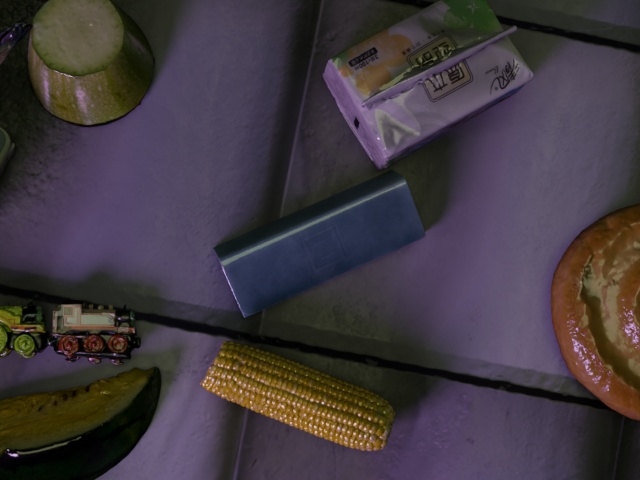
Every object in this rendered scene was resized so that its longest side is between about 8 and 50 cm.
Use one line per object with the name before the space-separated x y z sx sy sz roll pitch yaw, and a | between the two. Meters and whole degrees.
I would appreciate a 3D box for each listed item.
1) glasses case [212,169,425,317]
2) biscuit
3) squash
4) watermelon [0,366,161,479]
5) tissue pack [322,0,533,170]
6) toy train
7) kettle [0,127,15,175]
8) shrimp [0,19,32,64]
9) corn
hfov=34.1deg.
glasses case | 0.000 0.000 1.367 0.266 0.056 0.105 -24 83 -7
biscuit | 0.451 0.091 1.366 0.296 0.102 0.297 1 82 -6
squash | -0.304 -0.244 1.355 0.170 0.123 0.170 1 76 -5
watermelon | -0.342 0.244 1.303 0.301 0.123 0.129 -12 51 -5
tissue pack | 0.141 -0.223 1.364 0.229 0.145 0.159 -29 84 -8
toy train | -0.354 0.115 1.327 0.249 0.053 0.085 2 76 -4
kettle | -0.531 -0.100 1.316 0.243 0.160 0.211 19 50 -7
shrimp | -0.435 -0.300 1.341 0.198 0.051 0.262 0 69 28
corn | -0.026 0.197 1.324 0.248 0.081 0.081 21 81 0
